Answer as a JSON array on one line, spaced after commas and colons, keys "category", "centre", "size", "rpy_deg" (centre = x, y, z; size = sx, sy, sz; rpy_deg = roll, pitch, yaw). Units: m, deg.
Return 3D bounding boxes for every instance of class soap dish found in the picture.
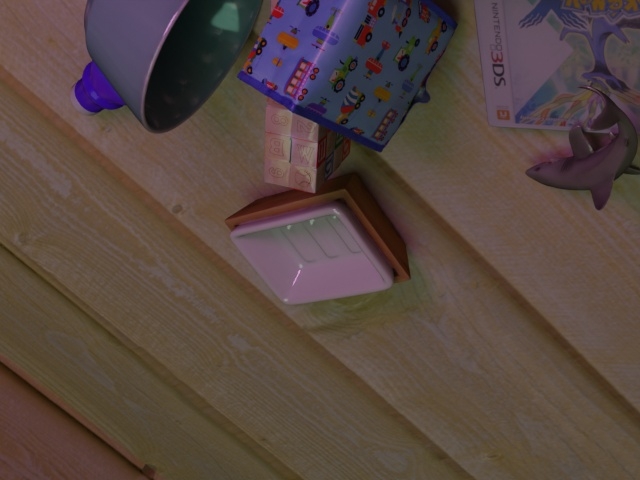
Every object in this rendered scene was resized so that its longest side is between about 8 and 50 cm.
[{"category": "soap dish", "centre": [0.000, 0.000, 1.822], "size": [0.291, 0.118, 0.229], "rpy_deg": [-13, 126, 38]}]

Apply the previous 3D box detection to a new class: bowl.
[{"category": "bowl", "centre": [-0.231, -0.330, 1.461], "size": [0.163, 0.311, 0.311], "rpy_deg": [32, 141, 8]}]

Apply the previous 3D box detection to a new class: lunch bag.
[{"category": "lunch bag", "centre": [0.069, -0.251, 1.375], "size": [0.293, 0.220, 0.138], "rpy_deg": [21, -168, -47]}]

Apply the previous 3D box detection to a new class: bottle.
[{"category": "bottle", "centre": [-0.332, -0.295, 1.706], "size": [0.283, 0.092, 0.118], "rpy_deg": [-22, 117, 43]}]

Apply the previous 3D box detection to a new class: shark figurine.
[{"category": "shark figurine", "centre": [0.411, -0.108, 1.434], "size": [0.166, 0.116, 0.278], "rpy_deg": [16, 159, 0]}]

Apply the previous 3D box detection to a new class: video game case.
[{"category": "video game case", "centre": [0.382, -0.274, 1.375], "size": [0.329, 0.036, 0.299], "rpy_deg": [6, 136, 23]}]

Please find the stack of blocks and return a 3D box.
[{"category": "stack of blocks", "centre": [-0.010, -0.245, 1.517], "size": [0.087, 0.171, 0.297], "rpy_deg": [13, 120, 16]}]
